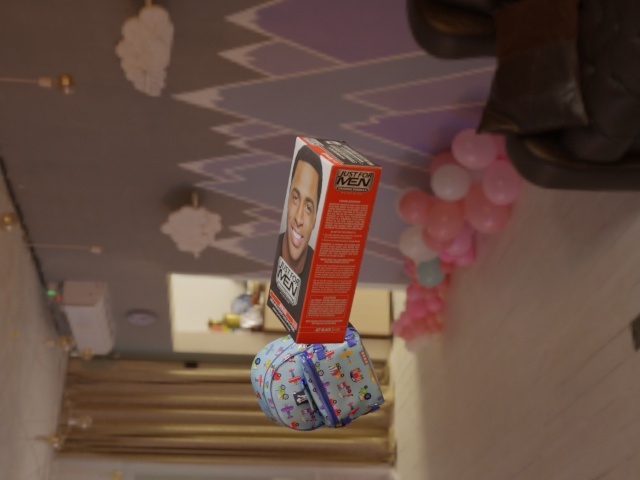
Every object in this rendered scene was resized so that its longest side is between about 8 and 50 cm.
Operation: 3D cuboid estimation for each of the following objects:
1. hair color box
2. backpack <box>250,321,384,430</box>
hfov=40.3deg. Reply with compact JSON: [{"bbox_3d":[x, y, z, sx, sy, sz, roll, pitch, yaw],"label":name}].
[{"bbox_3d":[0.000,0.000,0.658,0.072,0.043,0.141,-136,54,-58],"label":"hair color box"},{"bbox_3d":[-0.011,0.211,1.312,0.117,0.173,0.158,-143,35,-73],"label":"backpack"}]
